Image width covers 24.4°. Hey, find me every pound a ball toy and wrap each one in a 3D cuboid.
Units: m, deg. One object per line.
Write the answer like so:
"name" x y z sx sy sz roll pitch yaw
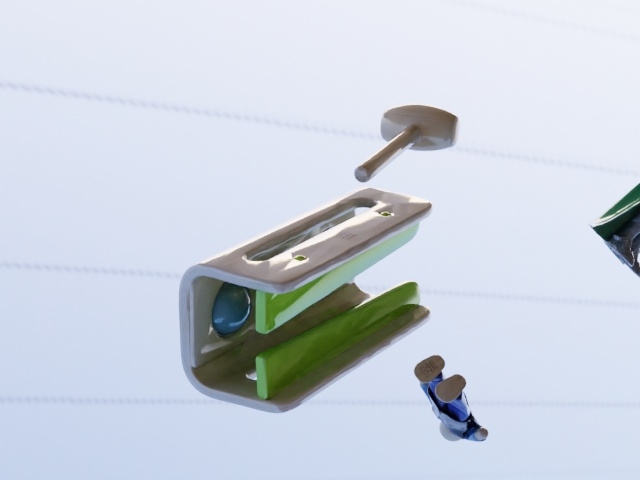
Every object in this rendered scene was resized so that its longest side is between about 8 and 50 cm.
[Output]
"pound a ball toy" 0.000 0.000 1.385 0.135 0.208 0.319 12 -157 31

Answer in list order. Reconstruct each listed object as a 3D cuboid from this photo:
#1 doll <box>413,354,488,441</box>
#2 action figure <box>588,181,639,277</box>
"doll" 0.159 0.202 1.853 0.046 0.189 0.129 -41 -119 -10
"action figure" 0.351 -0.067 1.330 0.063 0.232 0.137 47 -173 22
